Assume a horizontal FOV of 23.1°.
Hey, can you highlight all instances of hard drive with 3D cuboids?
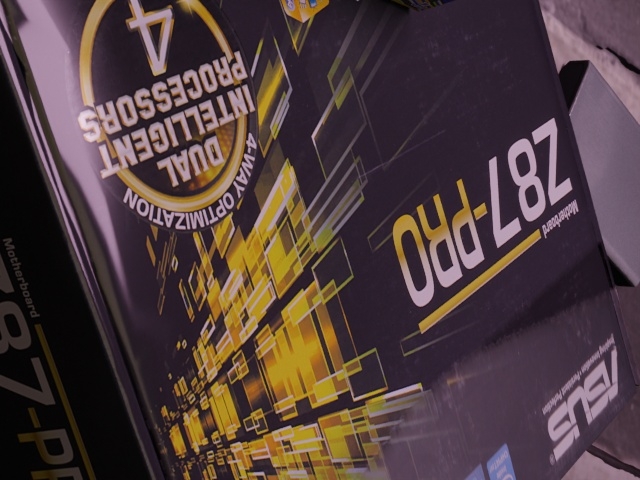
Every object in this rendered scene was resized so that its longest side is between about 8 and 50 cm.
[{"bbox_3d":[0.189,-0.043,1.048,0.135,0.022,0.094,43,62,-39],"label":"hard drive"}]

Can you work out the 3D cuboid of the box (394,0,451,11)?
[{"bbox_3d":[0.015,-0.142,0.626,0.169,0.059,0.054,12,71,-52],"label":"box"}]

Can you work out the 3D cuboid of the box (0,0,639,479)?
[{"bbox_3d":[0.000,0.000,0.701,0.395,0.097,0.318,-30,108,-54],"label":"box"}]
